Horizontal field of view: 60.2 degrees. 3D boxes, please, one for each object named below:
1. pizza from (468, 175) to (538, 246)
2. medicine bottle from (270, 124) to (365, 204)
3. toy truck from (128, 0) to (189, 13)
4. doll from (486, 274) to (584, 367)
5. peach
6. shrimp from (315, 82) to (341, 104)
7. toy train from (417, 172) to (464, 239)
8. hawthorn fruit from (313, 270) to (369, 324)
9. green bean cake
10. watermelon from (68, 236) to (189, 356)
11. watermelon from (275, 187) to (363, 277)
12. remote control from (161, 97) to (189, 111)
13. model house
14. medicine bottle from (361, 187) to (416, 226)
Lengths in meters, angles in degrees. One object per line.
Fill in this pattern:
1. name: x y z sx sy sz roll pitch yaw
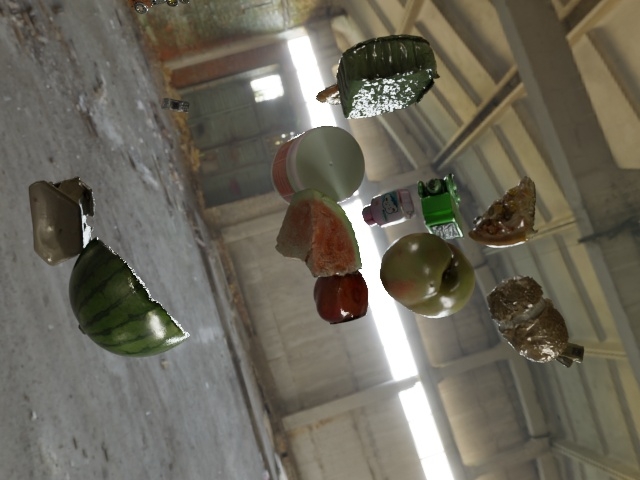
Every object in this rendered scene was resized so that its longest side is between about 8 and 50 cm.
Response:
1. pizza: 0.430 -0.070 1.250 0.052 0.195 0.185 42 -18 -26
2. medicine bottle: -0.015 -0.236 1.831 0.241 0.253 0.252 -3 -76 67
3. toy truck: -0.406 -0.654 1.410 0.092 0.192 0.083 66 21 -52
4. doll: 0.390 0.160 1.012 0.221 0.105 0.115 49 36 -18
5. peach: 0.317 0.106 1.688 0.292 0.292 0.247 99 1 -77
6. shrimp: 0.111 -0.529 1.902 0.317 0.164 0.062 -11 -89 42
7. toy train: 0.417 -0.110 1.901 0.243 0.133 0.188 42 41 -58
8. hawthorn fruit: 0.073 0.161 1.834 0.189 0.190 0.251 -123 -143 -69
9. green bean cake: 0.154 -0.392 1.320 0.227 0.223 0.124 132 -51 -80
10. watermelon: -0.490 0.167 1.333 0.331 0.189 0.330 36 -18 14
11. watermelon: 0.000 0.000 1.686 0.193 0.232 0.310 29 -24 42
12. remote control: -0.498 -0.464 1.894 0.014 0.096 0.039 50 -51 44
13. model house: -0.666 -0.067 1.453 0.188 0.122 0.229 -97 -171 -68
14. medicine bottle: 0.250 -0.115 2.071 0.188 0.094 0.119 -18 -96 40
